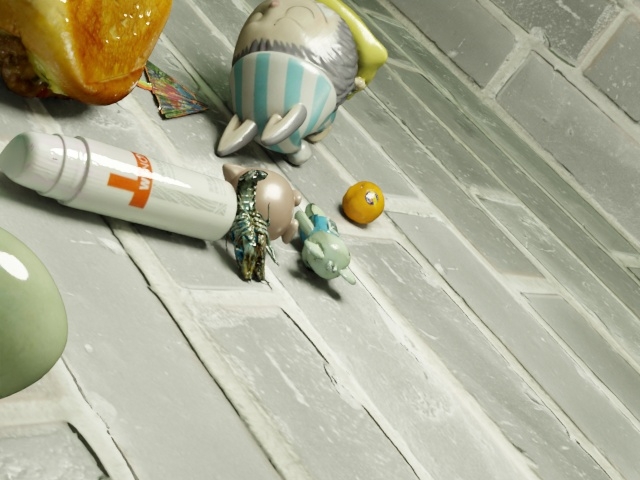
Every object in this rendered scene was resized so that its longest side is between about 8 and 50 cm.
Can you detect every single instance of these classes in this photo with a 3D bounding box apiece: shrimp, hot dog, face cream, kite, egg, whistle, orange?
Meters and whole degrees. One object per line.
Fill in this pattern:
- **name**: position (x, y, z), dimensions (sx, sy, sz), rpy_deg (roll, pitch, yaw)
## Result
- **shrimp**: position (-0.103, -0.021, 1.712), dimensions (0.082, 0.174, 0.076), rpy_deg (-2, 3, -32)
- **hot dog**: position (-0.389, -0.331, 1.787), dimensions (0.185, 0.223, 0.405), rpy_deg (9, 17, 19)
- **face cream**: position (-0.280, -0.079, 1.598), dimensions (0.345, 0.102, 0.102), rpy_deg (16, 30, -42)
- **kite**: position (-0.287, -0.278, 2.093), dimensions (0.183, 0.014, 0.241), rpy_deg (15, 30, -36)
- **egg**: position (-0.363, 0.064, 1.082), dimensions (0.253, 0.186, 0.186), rpy_deg (21, 27, -27)
- **whistle**: position (0.000, 0.000, 1.884), dimensions (0.114, 0.077, 0.236), rpy_deg (37, 15, -22)
- **orange**: position (0.081, -0.072, 2.124), dimensions (0.083, 0.083, 0.083), rpy_deg (30, 23, -14)

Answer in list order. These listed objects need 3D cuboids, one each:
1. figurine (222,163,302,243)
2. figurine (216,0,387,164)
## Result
- **figurine**: position (-0.101, -0.055, 1.793), dimensions (0.138, 0.125, 0.125), rpy_deg (11, 30, -19)
- **figurine**: position (-0.099, -0.270, 2.133), dimensions (0.266, 0.361, 0.377), rpy_deg (38, 56, 14)
